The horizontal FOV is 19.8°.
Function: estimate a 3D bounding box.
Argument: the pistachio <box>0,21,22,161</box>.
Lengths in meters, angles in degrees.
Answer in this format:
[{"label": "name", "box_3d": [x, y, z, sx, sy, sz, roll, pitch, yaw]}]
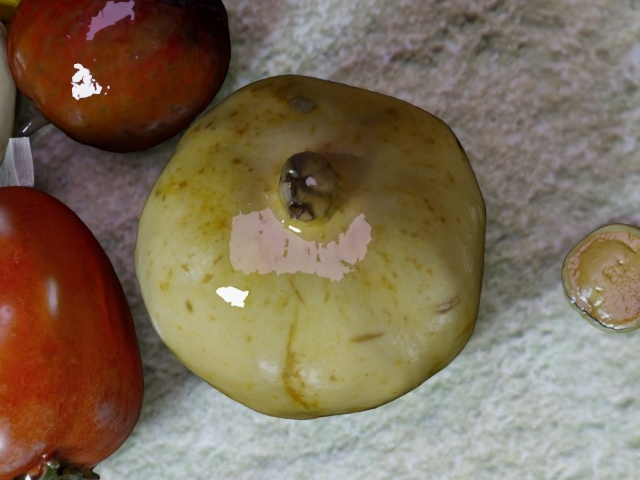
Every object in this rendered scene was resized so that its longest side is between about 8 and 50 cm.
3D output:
[{"label": "pistachio", "box_3d": [-0.386, -0.140, 1.905, 0.145, 0.117, 0.200, 15, 108, -4]}]

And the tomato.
[{"label": "tomato", "box_3d": [-0.314, 0.113, 1.725, 0.293, 0.325, 0.290, -29, 71, 8]}]

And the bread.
[{"label": "bread", "box_3d": [0.285, 0.036, 1.757, 0.110, 0.024, 0.110, -4, 74, 12]}]

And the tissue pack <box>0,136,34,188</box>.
[{"label": "tissue pack", "box_3d": [-0.314, -0.062, 1.896, 0.023, 0.108, 0.056, -5, 72, -18]}]

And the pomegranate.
[{"label": "pomegranate", "box_3d": [0.000, 0.000, 1.675, 0.342, 0.342, 0.342, -4, 73, 13]}]

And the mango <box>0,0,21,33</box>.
[{"label": "mango", "box_3d": [-0.328, -0.285, 1.942, 0.227, 0.109, 0.147, 3, 116, -4]}]

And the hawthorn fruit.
[{"label": "hawthorn fruit", "box_3d": [-0.212, -0.185, 1.854, 0.250, 0.215, 0.215, -41, 69, 0]}]
